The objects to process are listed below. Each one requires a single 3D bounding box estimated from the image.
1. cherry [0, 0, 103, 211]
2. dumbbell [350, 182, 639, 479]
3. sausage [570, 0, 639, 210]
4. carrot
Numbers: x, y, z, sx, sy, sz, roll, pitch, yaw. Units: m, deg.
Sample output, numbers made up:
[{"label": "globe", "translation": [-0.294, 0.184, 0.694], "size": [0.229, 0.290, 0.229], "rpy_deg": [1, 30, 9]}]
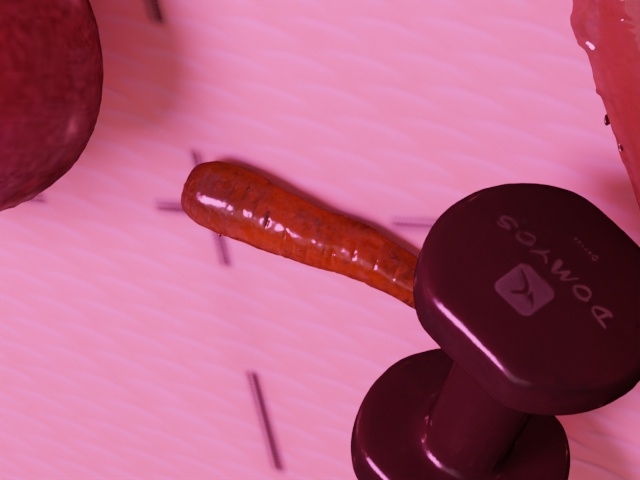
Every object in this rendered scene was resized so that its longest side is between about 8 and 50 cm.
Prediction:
[{"label": "cherry", "translation": [-0.266, -0.121, 1.048], "size": [0.261, 0.221, 0.307], "rpy_deg": [-17, 93, 34]}, {"label": "dumbbell", "translation": [0.102, 0.079, 0.992], "size": [0.140, 0.124, 0.225], "rpy_deg": [44, 148, 20]}, {"label": "sausage", "translation": [0.187, -0.069, 0.915], "size": [0.078, 0.078, 0.304], "rpy_deg": [-3, 119, 31]}, {"label": "carrot", "translation": [0.000, 0.000, 1.090], "size": [0.191, 0.047, 0.047], "rpy_deg": [23, 129, 10]}]
